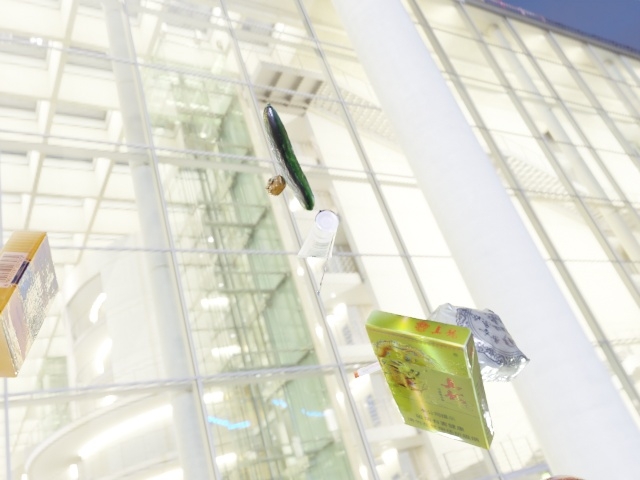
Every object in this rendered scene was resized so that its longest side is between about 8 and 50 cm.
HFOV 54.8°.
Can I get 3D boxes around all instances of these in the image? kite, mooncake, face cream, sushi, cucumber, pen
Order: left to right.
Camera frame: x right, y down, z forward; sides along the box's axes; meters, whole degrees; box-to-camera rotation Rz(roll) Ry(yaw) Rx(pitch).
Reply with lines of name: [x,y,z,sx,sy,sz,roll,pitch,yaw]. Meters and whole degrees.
sushi: [-0.115,-0.140,1.557,0.047,0.050,0.099,39,-31,-16]
cucumber: [-0.079,-0.194,1.490,0.056,0.056,0.284,-22,-68,5]
face cream: [0.000,0.000,1.533,0.092,0.058,0.243,4,-23,-7]
kite: [0.011,0.048,1.248,0.011,0.139,0.156,16,-58,4]
pen: [0.202,0.378,1.910,0.218,0.026,0.026,-26,-30,15]
mooncake: [0.464,0.291,1.809,0.254,0.250,0.136,11,-55,-37]

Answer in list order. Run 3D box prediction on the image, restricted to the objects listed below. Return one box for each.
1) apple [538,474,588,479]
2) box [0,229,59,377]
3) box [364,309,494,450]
apple: [0.426,0.559,1.051,0.288,0.288,0.316,-7,-47,-20]
box: [-0.552,0.109,1.120,0.070,0.237,0.152,5,-53,-3]
box: [0.194,0.245,1.063,0.173,0.043,0.311,8,-41,31]
